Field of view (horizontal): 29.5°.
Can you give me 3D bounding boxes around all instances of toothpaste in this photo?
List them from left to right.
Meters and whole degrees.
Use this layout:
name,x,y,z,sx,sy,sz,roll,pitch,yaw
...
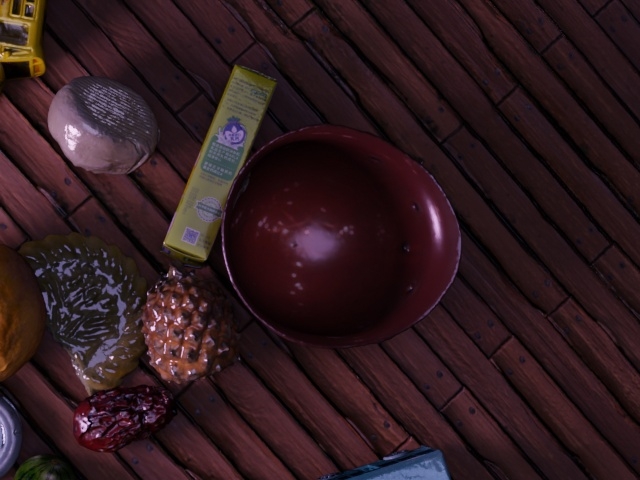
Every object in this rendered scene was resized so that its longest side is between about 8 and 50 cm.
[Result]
name,x,y,z,sx,sy,sz,roll,pitch,yaw
toothpaste,-0.166,-0.117,1.964,0.077,0.110,0.327,22,80,-5

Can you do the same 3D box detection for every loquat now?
name,x,y,z,sx,sy,sz,roll,pitch,yaw
loquat,-0.524,0.110,1.824,0.238,0.193,0.238,0,92,8

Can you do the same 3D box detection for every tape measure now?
name,x,y,z,sx,sy,sz,roll,pitch,yaw
tape measure,-0.520,0.385,1.858,0.164,0.084,0.330,-14,85,-8

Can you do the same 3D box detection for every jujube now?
name,x,y,z,sx,sy,sz,roll,pitch,yaw
jujube,-0.307,0.279,1.907,0.165,0.104,0.104,-6,85,-19

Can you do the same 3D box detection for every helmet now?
name,x,y,z,sx,sy,sz,roll,pitch,yaw
helmet,0.000,0.000,1.924,0.384,0.230,0.338,2,86,-22

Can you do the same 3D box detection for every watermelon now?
name,x,y,z,sx,sy,sz,roll,pitch,yaw
watermelon,-0.425,0.384,1.870,0.109,0.109,0.109,1,84,-11

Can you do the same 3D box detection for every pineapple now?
name,x,y,z,sx,sy,sz,roll,pitch,yaw
pineapple,-0.206,0.123,1.909,0.166,0.166,0.193,-13,92,-12

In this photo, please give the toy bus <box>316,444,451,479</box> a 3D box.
name,x,y,z,sx,sy,sz,roll,pitch,yaw
toy bus,0.081,0.420,1.938,0.256,0.147,0.128,-15,85,-13

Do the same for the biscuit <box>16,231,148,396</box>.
name,x,y,z,sx,sy,sz,roll,pitch,yaw
biscuit,-0.367,0.095,1.941,0.187,0.036,0.273,-38,92,-12

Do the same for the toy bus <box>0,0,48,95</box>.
name,x,y,z,sx,sy,sz,roll,pitch,yaw
toy bus,-0.500,-0.361,1.910,0.152,0.144,0.330,6,81,-11

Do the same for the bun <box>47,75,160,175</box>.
name,x,y,z,sx,sy,sz,roll,pitch,yaw
bun,-0.349,-0.172,1.932,0.173,0.113,0.166,45,37,7
